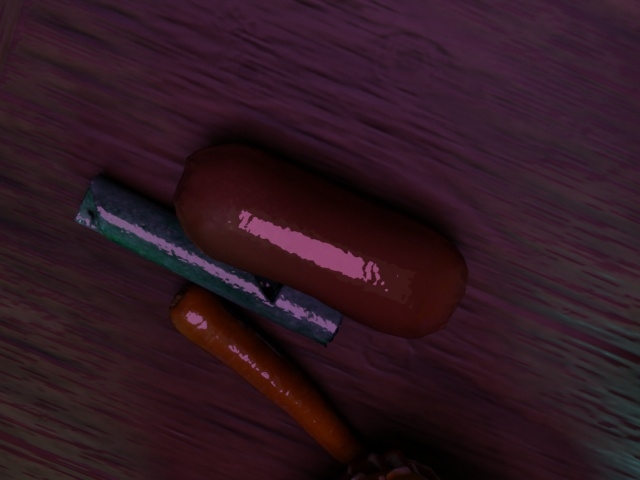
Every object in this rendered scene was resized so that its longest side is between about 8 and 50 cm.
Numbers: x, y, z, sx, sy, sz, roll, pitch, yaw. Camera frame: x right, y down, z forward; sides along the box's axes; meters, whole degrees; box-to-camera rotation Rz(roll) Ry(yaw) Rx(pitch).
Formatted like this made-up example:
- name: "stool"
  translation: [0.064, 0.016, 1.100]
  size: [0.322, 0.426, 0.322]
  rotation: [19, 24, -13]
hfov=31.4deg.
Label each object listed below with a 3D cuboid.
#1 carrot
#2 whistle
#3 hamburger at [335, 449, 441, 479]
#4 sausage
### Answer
- name: "carrot"
  translation: [-0.028, 0.098, 0.779]
  size: [0.190, 0.037, 0.037]
  rotation: [43, 110, -14]
- name: "whistle"
  translation: [-0.071, 0.013, 0.747]
  size: [0.186, 0.039, 0.039]
  rotation: [27, 113, -5]
- name: "hamburger"
  translation: [0.015, 0.286, 0.752]
  size: [0.151, 0.227, 0.295]
  rotation: [33, 110, -22]
- name: "sausage"
  translation: [0.000, 0.000, 0.715]
  size: [0.194, 0.077, 0.077]
  rotation: [24, 113, -4]
